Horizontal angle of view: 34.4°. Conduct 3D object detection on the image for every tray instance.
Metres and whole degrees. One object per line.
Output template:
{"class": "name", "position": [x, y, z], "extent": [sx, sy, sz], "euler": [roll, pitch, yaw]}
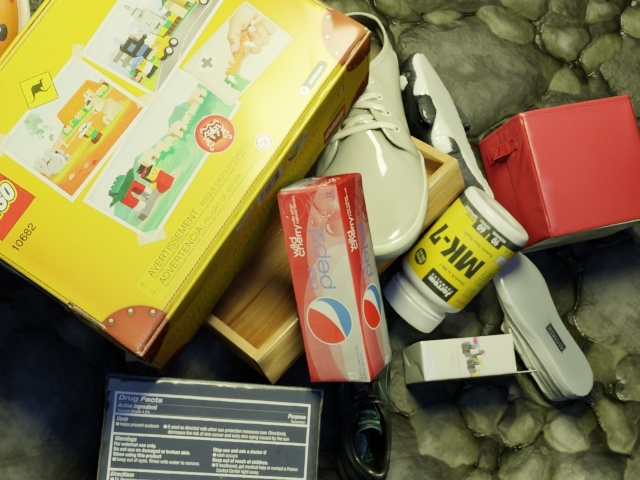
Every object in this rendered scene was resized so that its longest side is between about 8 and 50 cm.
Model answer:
{"class": "tray", "position": [0.000, 0.000, 1.517], "extent": [0.411, 0.076, 0.203], "euler": [-45, 51, -15]}

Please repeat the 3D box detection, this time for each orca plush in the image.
{"class": "orca plush", "position": [0.182, -0.149, 1.648], "extent": [0.287, 0.102, 0.151], "euler": [57, 30, -7]}

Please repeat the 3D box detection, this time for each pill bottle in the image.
{"class": "pill bottle", "position": [0.198, 0.031, 1.542], "extent": [0.119, 0.119, 0.208], "euler": [41, 105, -1]}

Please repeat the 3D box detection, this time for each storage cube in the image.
{"class": "storage cube", "position": [0.379, -0.096, 1.607], "extent": [0.215, 0.183, 0.193], "euler": [-12, 83, -14]}

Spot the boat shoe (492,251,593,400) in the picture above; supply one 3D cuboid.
{"class": "boat shoe", "position": [0.320, 0.136, 1.598], "extent": [0.095, 0.084, 0.258], "euler": [-24, 86, -39]}

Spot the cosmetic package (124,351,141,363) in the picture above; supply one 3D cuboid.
{"class": "cosmetic package", "position": [-0.256, 0.121, 1.511], "extent": [0.060, 0.041, 0.115], "euler": [-1, 79, -12]}

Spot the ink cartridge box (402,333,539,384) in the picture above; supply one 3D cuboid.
{"class": "ink cartridge box", "position": [0.225, 0.179, 1.562], "extent": [0.181, 0.104, 0.062], "euler": [-3, 80, -12]}

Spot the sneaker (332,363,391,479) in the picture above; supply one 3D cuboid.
{"class": "sneaker", "position": [0.069, 0.233, 1.521], "extent": [0.101, 0.106, 0.267], "euler": [-5, 78, -11]}

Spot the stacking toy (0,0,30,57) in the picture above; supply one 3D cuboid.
{"class": "stacking toy", "position": [-0.563, -0.285, 1.280], "extent": [0.350, 0.480, 0.351], "euler": [-2, 100, -9]}

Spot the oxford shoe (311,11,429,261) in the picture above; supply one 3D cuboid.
{"class": "oxford shoe", "position": [0.056, -0.163, 1.493], "extent": [0.169, 0.130, 0.449], "euler": [-11, 52, 10]}

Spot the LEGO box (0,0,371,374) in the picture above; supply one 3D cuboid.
{"class": "LEGO box", "position": [-0.222, -0.139, 1.345], "extent": [0.372, 0.193, 0.500], "euler": [33, 80, 9]}

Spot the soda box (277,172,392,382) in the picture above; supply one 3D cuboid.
{"class": "soda box", "position": [0.020, 0.049, 1.346], "extent": [0.092, 0.083, 0.263], "euler": [-5, 103, 27]}

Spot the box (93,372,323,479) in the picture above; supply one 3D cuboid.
{"class": "box", "position": [-0.161, 0.341, 1.413], "extent": [0.296, 0.183, 0.294], "euler": [6, 79, -11]}
